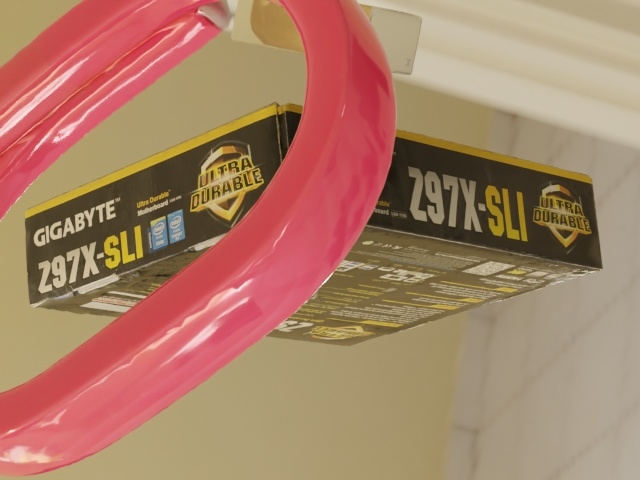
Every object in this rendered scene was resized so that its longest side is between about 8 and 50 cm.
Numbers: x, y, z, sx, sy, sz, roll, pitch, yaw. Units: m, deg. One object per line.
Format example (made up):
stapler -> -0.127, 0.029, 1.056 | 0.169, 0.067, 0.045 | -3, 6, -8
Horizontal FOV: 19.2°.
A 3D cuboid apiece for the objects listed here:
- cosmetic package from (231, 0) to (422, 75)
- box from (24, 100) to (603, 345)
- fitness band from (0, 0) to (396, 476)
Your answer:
cosmetic package -> 0.004, -0.141, 1.253 | 0.115, 0.060, 0.041 | 16, 98, 36
box -> 0.000, 0.000, 1.312 | 0.257, 0.322, 0.079 | -18, 71, 42
fitness band -> -0.092, -0.016, 0.864 | 0.291, 0.054, 0.209 | -37, 48, 17
